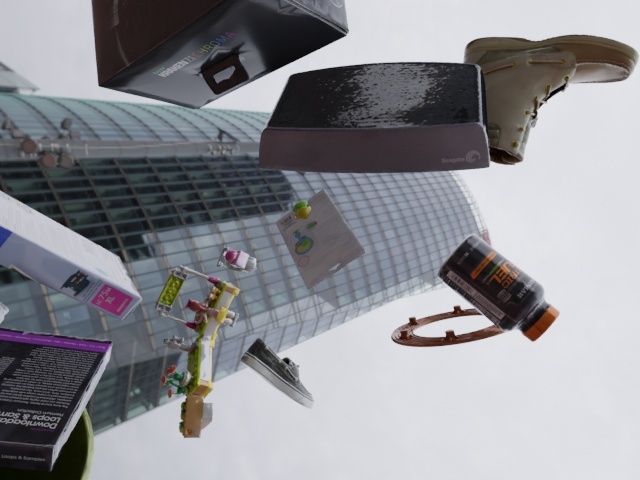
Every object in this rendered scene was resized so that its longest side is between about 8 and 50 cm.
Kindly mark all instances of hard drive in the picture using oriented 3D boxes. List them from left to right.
[{"bbox_3d":[0.063,-0.148,0.556,0.255,0.172,0.054,2,-43,15],"label":"hard drive"}]

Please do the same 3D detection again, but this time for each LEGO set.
[{"bbox_3d":[-0.200,0.141,0.730,0.132,0.107,0.287,-18,-129,51],"label":"LEGO set"}]

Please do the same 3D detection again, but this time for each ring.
[{"bbox_3d":[0.347,0.211,1.236,0.337,0.337,0.032,-11,-90,42],"label":"ring"}]

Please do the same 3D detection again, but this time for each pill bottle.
[{"bbox_3d":[0.389,0.108,1.039,0.246,0.130,0.130,41,-57,19],"label":"pill bottle"}]

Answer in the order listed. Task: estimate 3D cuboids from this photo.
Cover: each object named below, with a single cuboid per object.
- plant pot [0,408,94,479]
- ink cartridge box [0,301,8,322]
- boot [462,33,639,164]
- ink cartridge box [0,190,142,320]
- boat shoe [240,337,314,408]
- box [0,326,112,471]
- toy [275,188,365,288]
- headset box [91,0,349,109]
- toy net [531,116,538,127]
[{"bbox_3d":[-0.395,0.271,0.413,0.275,0.275,0.293,39,-75,29],"label":"plant pot"},{"bbox_3d":[-0.683,0.096,0.750,0.289,0.211,0.121,24,-32,27],"label":"ink cartridge box"},{"bbox_3d":[0.285,-0.180,0.628,0.213,0.077,0.165,10,-99,22],"label":"boot"},{"bbox_3d":[-0.455,0.009,0.776,0.065,0.311,0.186,-51,-141,-5],"label":"ink cartridge box"},{"bbox_3d":[-0.077,0.295,1.048,0.078,0.070,0.219,6,-35,53],"label":"boat shoe"},{"bbox_3d":[-0.268,0.132,0.424,0.162,0.116,0.029,-116,-142,-72],"label":"box"},{"bbox_3d":[0.000,0.000,1.029,0.137,0.056,0.237,-34,-134,4],"label":"toy"},{"bbox_3d":[-0.115,-0.295,0.480,0.246,0.131,0.283,-11,-96,38],"label":"headset box"},{"bbox_3d":[0.230,-0.174,0.754,0.045,0.122,0.232,52,-13,-18],"label":"toy net"}]
